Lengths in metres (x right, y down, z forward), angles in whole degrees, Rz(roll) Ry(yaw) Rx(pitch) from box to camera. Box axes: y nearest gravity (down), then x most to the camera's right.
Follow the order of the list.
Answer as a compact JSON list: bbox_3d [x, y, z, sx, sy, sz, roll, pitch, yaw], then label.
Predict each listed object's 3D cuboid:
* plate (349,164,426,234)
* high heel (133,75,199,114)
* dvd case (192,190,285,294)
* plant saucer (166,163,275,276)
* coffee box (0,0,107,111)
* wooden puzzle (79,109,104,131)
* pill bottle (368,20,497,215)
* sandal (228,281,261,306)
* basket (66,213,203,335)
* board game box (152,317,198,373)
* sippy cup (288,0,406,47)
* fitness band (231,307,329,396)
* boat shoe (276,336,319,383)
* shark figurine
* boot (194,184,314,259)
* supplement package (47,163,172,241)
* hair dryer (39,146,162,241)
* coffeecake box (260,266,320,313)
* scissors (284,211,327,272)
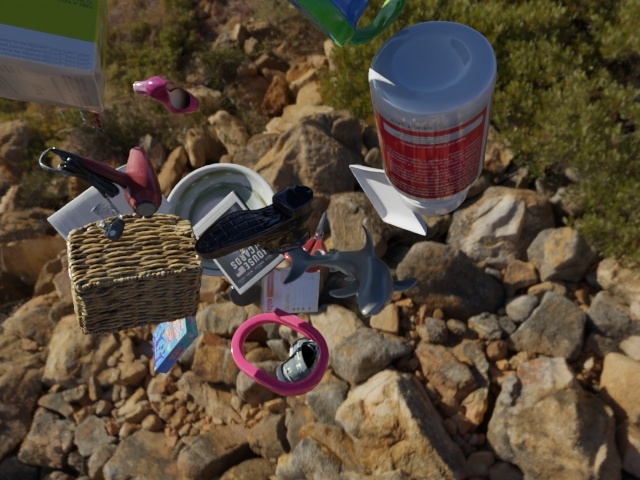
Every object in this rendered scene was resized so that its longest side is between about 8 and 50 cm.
[{"bbox_3d":[0.248,-0.156,1.762,0.045,0.277,0.278,-41,27,-12],"label":"plate"},{"bbox_3d":[-0.408,-0.418,1.433,0.117,0.244,0.082,8,88,28],"label":"high heel"},{"bbox_3d":[-0.231,0.008,1.399,0.179,0.029,0.239,-39,87,15],"label":"dvd case"},{"bbox_3d":[-0.333,-0.064,1.710,0.399,0.100,0.401,0,74,-1],"label":"plant saucer"},{"bbox_3d":[-0.518,-0.421,0.783,0.337,0.337,0.335,3,93,-23],"label":"coffee box"},{"bbox_3d":[-0.533,-0.287,1.154,0.049,0.083,0.006,23,60,2],"label":"wooden puzzle"},{"bbox_3d":[0.236,-0.225,1.051,0.228,0.408,0.229,-5,62,10],"label":"pill bottle"},{"bbox_3d":[-0.266,0.192,1.866,0.054,0.254,0.097,23,96,27],"label":"sandal"},{"bbox_3d":[-0.464,0.077,1.243,0.298,0.223,0.214,-9,53,-25],"label":"basket"},{"bbox_3d":[-0.481,0.309,1.632,0.047,0.210,0.160,23,29,-36],"label":"board game box"},{"bbox_3d":[0.024,-0.486,0.818,0.240,0.305,0.224,45,105,9],"label":"sippy cup"},{"bbox_3d":[-0.113,0.311,1.394,0.290,0.054,0.209,23,62,24],"label":"fitness band"},{"bbox_3d":[-0.041,0.369,1.563,0.099,0.319,0.116,-35,88,16],"label":"boat shoe"},{"bbox_3d":[0.050,0.027,0.849,0.166,0.116,0.278,-19,24,-31],"label":"shark figurine"},{"bbox_3d":[-0.098,-0.001,0.828,0.219,0.106,0.082,-28,48,-23],"label":"boot"},{"bbox_3d":[-0.650,-0.087,1.563,0.262,0.199,0.198,-33,17,8],"label":"supplement package"},{"bbox_3d":[-0.442,-0.144,1.088,0.080,0.224,0.294,-30,16,17],"label":"hair dryer"},{"bbox_3d":[-0.102,0.164,1.649,0.185,0.143,0.068,1,9,-21],"label":"coffeecake box"},{"bbox_3d":[0.000,0.000,1.398,0.108,0.021,0.297,18,34,17],"label":"scissors"}]
